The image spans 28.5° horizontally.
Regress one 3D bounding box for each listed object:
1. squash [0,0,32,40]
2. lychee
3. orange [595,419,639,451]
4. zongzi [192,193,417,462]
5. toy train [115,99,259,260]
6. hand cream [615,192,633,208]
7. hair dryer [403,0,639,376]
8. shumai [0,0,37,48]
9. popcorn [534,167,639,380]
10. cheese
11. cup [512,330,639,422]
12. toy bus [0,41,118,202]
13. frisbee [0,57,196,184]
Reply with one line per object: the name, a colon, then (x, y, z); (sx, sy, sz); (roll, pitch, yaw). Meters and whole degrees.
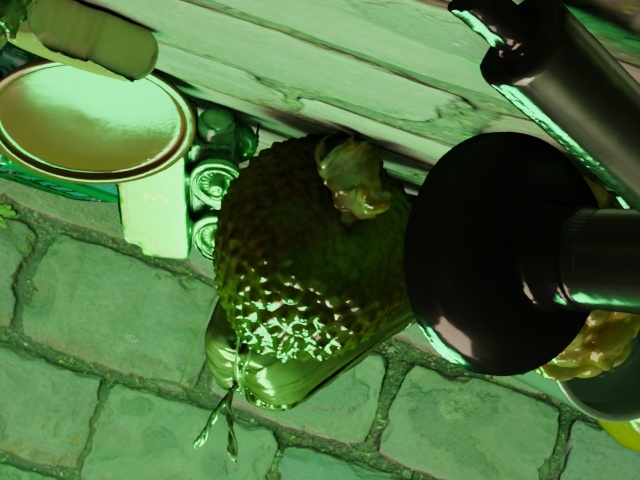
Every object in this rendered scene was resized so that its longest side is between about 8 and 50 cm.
squash: (-0.369, -0.209, 0.771); (0.395, 0.107, 0.107); (20, 179, 0)
lychee: (-0.006, 0.006, 1.508); (0.270, 0.320, 0.270); (39, -153, -24)
orange: (0.447, 0.143, 1.503); (0.279, 0.235, 0.279); (2, 175, 0)
zongzi: (0.092, 0.103, 1.752); (0.467, 0.218, 0.500); (9, -138, 12)
toy train: (-0.178, -0.077, 1.686); (0.188, 0.132, 0.243); (6, 135, 4)
hand cream: (0.261, -0.030, 0.734); (0.080, 0.050, 0.234); (29, 170, -24)
hair dryer: (0.147, -0.046, 0.670); (0.284, 0.155, 0.320); (47, 155, -19)
shumai: (-0.292, -0.188, 0.958); (0.116, 0.145, 0.145); (44, 168, -26)
popcorn: (0.193, 0.013, 1.085); (0.169, 0.218, 0.189); (-25, -169, 10)
cheese: (-0.264, -0.197, 1.157); (0.255, 0.050, 0.127); (18, 179, 43)
cup: (0.251, 0.059, 1.397); (0.205, 0.205, 0.312); (19, -179, -28)
toy bus: (-0.378, -0.160, 1.711); (0.199, 0.183, 0.343); (18, 179, 24)
frisbee: (-0.274, -0.142, 1.501); (0.251, 0.021, 0.251); (-3, 147, -2)
